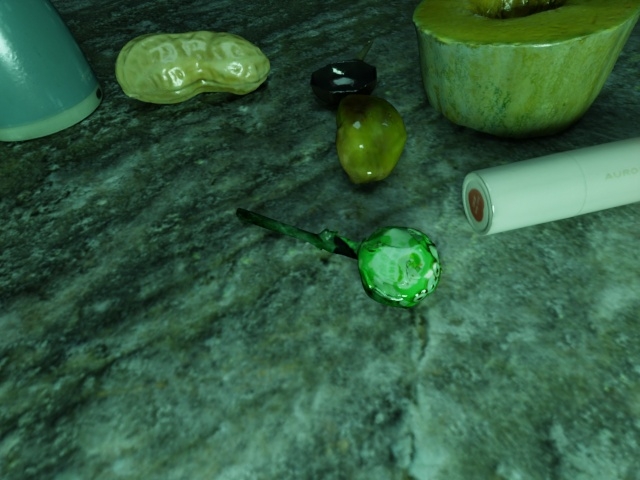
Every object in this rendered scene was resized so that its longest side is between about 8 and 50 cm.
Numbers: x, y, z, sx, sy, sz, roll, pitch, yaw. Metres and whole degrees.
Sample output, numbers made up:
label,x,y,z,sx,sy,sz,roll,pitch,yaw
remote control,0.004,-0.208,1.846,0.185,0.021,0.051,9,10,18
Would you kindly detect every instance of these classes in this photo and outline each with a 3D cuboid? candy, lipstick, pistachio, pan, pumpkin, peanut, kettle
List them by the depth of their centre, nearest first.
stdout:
label,x,y,z,sx,sy,sz,roll,pitch,yaw
candy,0.001,-0.002,0.582,0.323,0.097,0.097,19,51,33
lipstick,0.360,-0.082,0.594,0.327,0.087,0.087,-12,46,-5
pistachio,0.079,-0.171,0.708,0.110,0.100,0.189,-2,45,7
pumpkin,0.330,-0.310,0.761,0.332,0.199,0.332,-9,41,8
kettle,-0.615,-0.424,0.875,0.247,0.342,0.319,-9,45,-1
pan,0.074,-0.324,0.891,0.202,0.048,0.128,-36,53,-23
peanut,-0.256,-0.350,0.909,0.305,0.147,0.147,-10,46,-9
